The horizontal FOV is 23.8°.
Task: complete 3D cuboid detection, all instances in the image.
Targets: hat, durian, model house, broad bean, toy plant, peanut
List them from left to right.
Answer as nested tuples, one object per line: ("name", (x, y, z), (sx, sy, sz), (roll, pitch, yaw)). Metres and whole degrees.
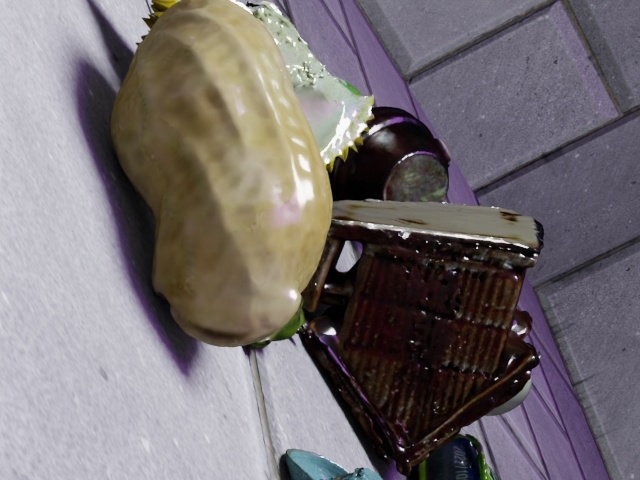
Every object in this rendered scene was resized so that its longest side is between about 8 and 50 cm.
("peanut", (-0.079, -0.066, 1.308), (0.174, 0.158, 0.340), (9, 47, -46))
("durian", (-0.086, -0.160, 1.518), (0.306, 0.166, 0.172), (45, 16, -26))
("broad bean", (-0.041, 0.071, 1.495), (0.061, 0.046, 0.195), (62, 9, 7))
("hat", (0.041, 0.257, 1.345), (0.191, 0.078, 0.138), (64, 13, 7))
("toy plant", (0.066, -0.119, 2.152), (0.235, 0.175, 0.218), (34, -22, 48))
("model house", (0.106, 0.105, 1.759), (0.317, 0.297, 0.282), (-61, 159, -80))

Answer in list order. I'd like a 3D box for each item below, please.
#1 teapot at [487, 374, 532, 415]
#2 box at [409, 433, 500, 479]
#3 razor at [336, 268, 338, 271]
("teapot", (0.207, 0.174, 2.098), (0.318, 0.149, 0.220), (49, 11, -47))
("box", (0.222, 0.370, 1.847), (0.345, 0.097, 0.134), (52, 16, -43))
("razor", (-0.005, 0.003, 1.861), (0.066, 0.033, 0.190), (51, 11, -39))
